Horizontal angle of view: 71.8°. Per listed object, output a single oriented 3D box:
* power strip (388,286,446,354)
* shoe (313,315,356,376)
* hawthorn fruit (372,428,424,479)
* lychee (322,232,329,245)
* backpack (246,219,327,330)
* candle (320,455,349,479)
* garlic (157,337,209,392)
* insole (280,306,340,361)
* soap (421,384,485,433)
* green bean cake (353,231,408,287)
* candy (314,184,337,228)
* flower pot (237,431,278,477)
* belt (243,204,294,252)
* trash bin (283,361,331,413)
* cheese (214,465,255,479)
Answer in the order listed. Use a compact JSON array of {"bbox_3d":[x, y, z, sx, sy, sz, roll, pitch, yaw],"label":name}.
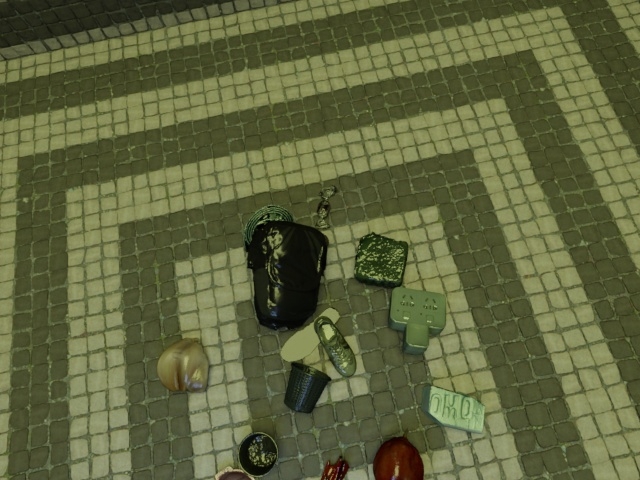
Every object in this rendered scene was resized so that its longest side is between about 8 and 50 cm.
[{"bbox_3d":[0.398,0.346,1.849,0.229,0.141,0.261,7,57,5],"label":"power strip"},{"bbox_3d":[0.060,0.437,1.831,0.103,0.098,0.275,-33,78,-6],"label":"shoe"},{"bbox_3d":[0.294,0.824,1.637,0.189,0.189,0.251,12,68,7],"label":"hawthorn fruit"},{"bbox_3d":[0.000,0.000,2.013,0.083,0.068,0.067,35,117,11],"label":"lychee"},{"bbox_3d":[-0.142,0.152,1.850,0.363,0.255,0.446,11,77,-31],"label":"backpack"},{"bbox_3d":[0.016,0.964,1.669,0.084,0.059,0.302,22,73,20],"label":"candle"},{"bbox_3d":[-0.573,0.516,1.839,0.217,0.110,0.228,-3,70,6],"label":"garlic"},{"bbox_3d":[-0.041,0.404,1.896,0.110,0.012,0.309,43,78,13],"label":"insole"},{"bbox_3d":[0.514,0.657,1.733,0.230,0.091,0.145,11,71,6],"label":"soap"},{"bbox_3d":[0.262,0.087,1.935,0.227,0.125,0.223,12,74,9],"label":"green bean cake"},{"bbox_3d":[0.024,-0.158,2.073,0.094,0.051,0.226,12,71,4],"label":"candy"},{"bbox_3d":[-0.232,0.819,1.710,0.157,0.107,0.157,-1,73,5],"label":"flower pot"},{"bbox_3d":[-0.238,-0.038,2.010,0.206,0.116,0.267,43,75,11],"label":"belt"},{"bbox_3d":[-0.063,0.593,1.761,0.175,0.175,0.161,20,85,10],"label":"trash bin"},{"bbox_3d":[-0.303,0.998,1.667,0.189,0.074,0.286,-34,76,-8],"label":"cheese"}]
